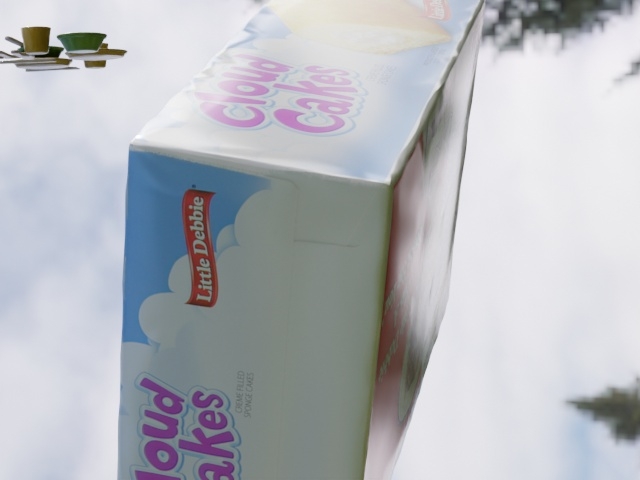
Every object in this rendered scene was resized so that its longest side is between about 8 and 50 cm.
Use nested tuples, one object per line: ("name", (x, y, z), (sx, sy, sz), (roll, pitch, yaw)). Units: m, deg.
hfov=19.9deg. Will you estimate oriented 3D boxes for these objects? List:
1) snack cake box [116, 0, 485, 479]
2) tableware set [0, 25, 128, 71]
("snack cake box", (0.000, 0.000, 0.709), (0.264, 0.089, 0.152), (-61, -21, -67))
("tableware set", (-0.198, -0.150, 1.408), (0.154, 0.104, 0.024), (2, -94, -84))
